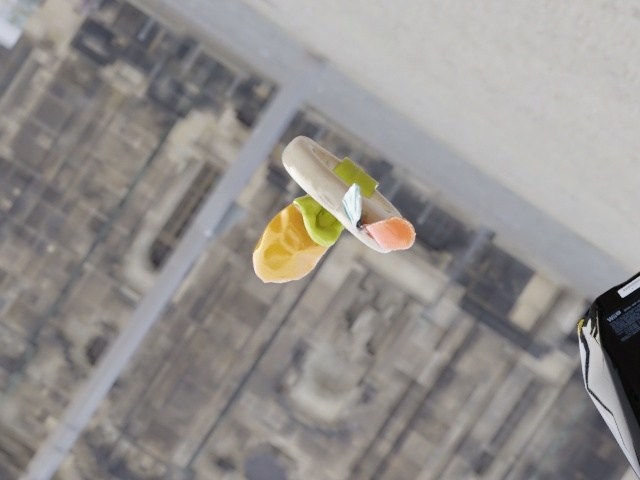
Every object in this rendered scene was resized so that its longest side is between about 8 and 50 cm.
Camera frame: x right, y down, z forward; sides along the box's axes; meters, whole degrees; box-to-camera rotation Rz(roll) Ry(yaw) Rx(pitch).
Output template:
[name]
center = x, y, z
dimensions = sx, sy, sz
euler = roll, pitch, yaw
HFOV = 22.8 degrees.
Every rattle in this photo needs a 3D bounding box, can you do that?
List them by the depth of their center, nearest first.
[rattle]
center = 0.000, 0.000, 1.341
dimensions = 0.130, 0.143, 0.199
euler = 52, -176, -31

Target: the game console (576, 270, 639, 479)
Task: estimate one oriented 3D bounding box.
[game console]
center = 0.339, 0.043, 0.923
dimensions = 0.213, 0.361, 0.044
euler = 59, -172, 26
